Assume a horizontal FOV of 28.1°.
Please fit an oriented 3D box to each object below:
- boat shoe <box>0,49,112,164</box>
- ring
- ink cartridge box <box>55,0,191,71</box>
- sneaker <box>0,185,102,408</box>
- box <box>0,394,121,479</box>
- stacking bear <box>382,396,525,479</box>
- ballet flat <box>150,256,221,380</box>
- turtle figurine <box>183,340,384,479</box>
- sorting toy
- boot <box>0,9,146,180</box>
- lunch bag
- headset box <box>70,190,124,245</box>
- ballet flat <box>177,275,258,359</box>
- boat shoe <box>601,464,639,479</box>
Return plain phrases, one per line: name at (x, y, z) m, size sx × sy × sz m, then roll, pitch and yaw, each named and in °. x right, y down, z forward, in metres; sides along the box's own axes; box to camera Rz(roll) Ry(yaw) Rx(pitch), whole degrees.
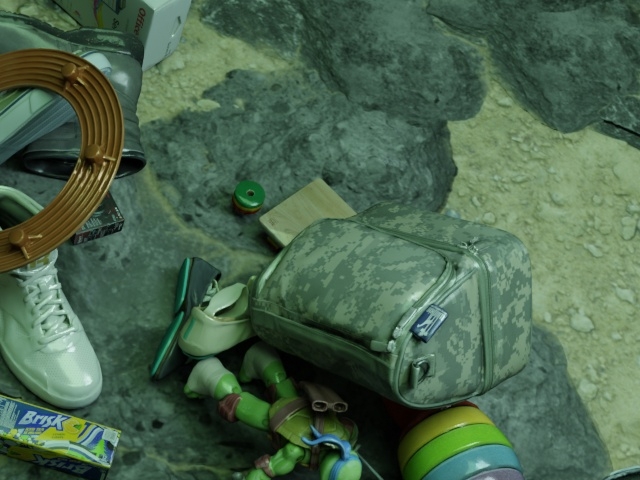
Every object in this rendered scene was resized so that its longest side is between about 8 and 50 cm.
boat shoe at (-0.425, -0.178, 1.743) m, size 0.302 × 0.109 × 0.094 m, roll -34°, pitch 83°, yaw 5°
ring at (-0.408, -0.110, 1.629) m, size 0.336 × 0.032 × 0.336 m, roll -8°, pitch 61°, yaw 14°
ink cartridge box at (-0.310, -0.384, 1.966) m, size 0.212 × 0.154 × 0.093 m, roll 41°, pitch 55°, yaw 10°
sneaker at (-0.367, 0.068, 1.641) m, size 0.108 × 0.169 × 0.292 m, roll -27°, pitch 70°, yaw -33°
box at (-0.339, 0.247, 1.597) m, size 0.169 × 0.059 × 0.054 m, roll 18°, pitch 55°, yaw -6°
stacking bear at (0.176, 0.277, 1.696) m, size 0.175 × 0.164 × 0.289 m, roll 32°, pitch 25°, yaw -49°
ballet flat at (-0.174, 0.110, 1.740) m, size 0.074 × 0.074 × 0.203 m, roll 17°, pitch 50°, yaw -7°
turtle figurine at (-0.050, 0.273, 1.654) m, size 0.198 × 0.275 × 0.266 m, roll -38°, pitch 53°, yaw -11°
sorting toy at (0.000, 0.000, 1.884) m, size 0.274 × 0.046 × 0.132 m, roll 45°, pitch 55°, yaw 13°
boot at (-0.417, -0.204, 1.845) m, size 0.338 × 0.118 × 0.223 m, roll 3°, pitch 67°, yaw -8°
lunch bag at (0.088, 0.090, 1.628) m, size 0.256 × 0.212 × 0.305 m, roll -22°, pitch 28°, yaw -38°
headset box at (-0.328, -0.034, 1.804) m, size 0.083 × 0.032 × 0.062 m, roll -17°, pitch 65°, yaw -29°
ballet flat at (-0.093, 0.090, 1.722) m, size 0.086 × 0.086 × 0.248 m, roll 48°, pitch 35°, yaw 15°
boat shoe at (0.505, 0.356, 1.784) m, size 0.301 × 0.102 × 0.108 m, roll 3°, pitch 57°, yaw -16°
